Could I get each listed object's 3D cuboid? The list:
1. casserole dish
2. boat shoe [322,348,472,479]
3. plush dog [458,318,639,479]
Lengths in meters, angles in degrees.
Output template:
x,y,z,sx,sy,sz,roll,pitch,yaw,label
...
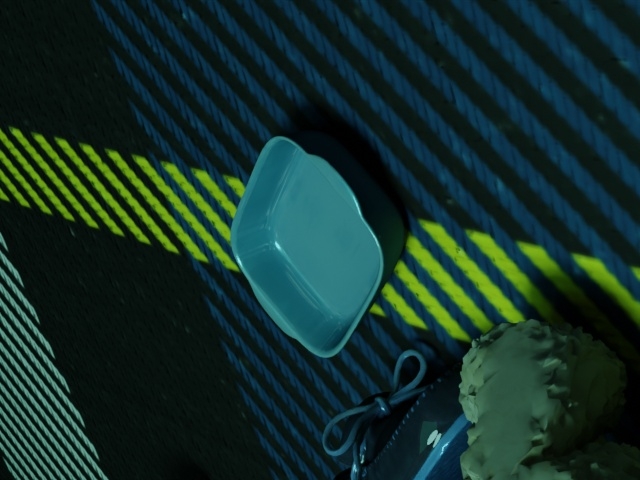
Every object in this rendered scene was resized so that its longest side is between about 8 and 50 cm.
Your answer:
x,y,z,sx,sy,sz,roll,pitch,yaw,label
0.000,0.000,0.989,0.114,0.037,0.188,50,150,14,casserole dish
0.043,0.140,0.991,0.089,0.109,0.258,51,149,18,boat shoe
0.167,0.190,0.792,0.262,0.210,0.225,18,156,49,plush dog
